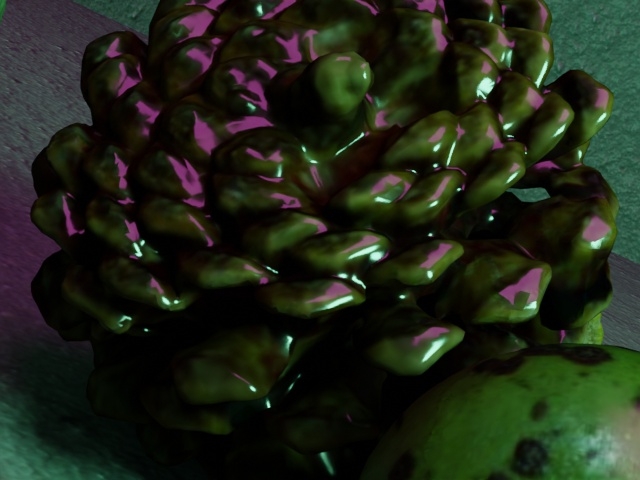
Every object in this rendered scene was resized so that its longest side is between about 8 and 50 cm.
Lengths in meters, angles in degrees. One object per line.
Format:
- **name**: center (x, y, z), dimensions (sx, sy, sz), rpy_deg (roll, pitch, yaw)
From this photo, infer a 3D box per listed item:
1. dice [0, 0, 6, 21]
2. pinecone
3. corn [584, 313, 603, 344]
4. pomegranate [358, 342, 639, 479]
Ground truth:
- **dice**: center (-0.422, -0.198, 0.862), dimensions (0.322, 0.330, 0.318), rpy_deg (21, 11, -5)
- **pinecone**: center (0.000, 0.000, 0.813), dimensions (0.398, 0.397, 0.398), rpy_deg (22, 13, -5)
- **corn**: center (0.152, 0.031, 1.385), dimensions (0.387, 0.144, 0.144), rpy_deg (28, 13, 26)
- **pomegranate**: center (0.107, 0.174, 0.543), dimensions (0.242, 0.242, 0.306), rpy_deg (30, 24, 26)
